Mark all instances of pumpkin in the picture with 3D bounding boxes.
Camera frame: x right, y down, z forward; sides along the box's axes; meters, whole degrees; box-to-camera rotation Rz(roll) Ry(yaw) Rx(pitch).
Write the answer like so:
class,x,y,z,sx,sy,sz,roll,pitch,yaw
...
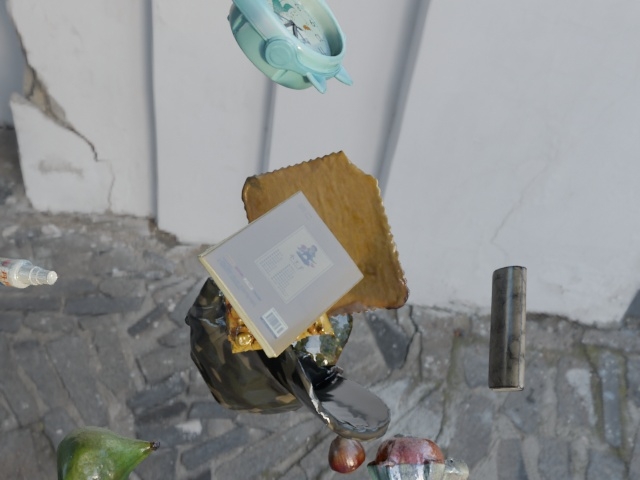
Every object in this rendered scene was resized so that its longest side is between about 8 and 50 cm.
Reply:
class,x,y,z,sx,sy,sz,roll,pitch,yaw
pumpkin,-0.070,0.195,1.689,0.225,0.256,0.303,26,34,-15

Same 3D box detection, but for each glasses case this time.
class,x,y,z,sx,sy,sz,roll,pitch,yaw
glasses case,0.462,0.216,1.886,0.060,0.114,0.299,11,73,-20

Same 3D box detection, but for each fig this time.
class,x,y,z,sx,sy,sz,roll,pitch,yaw
fig,-0.489,0.524,1.785,0.235,0.203,0.203,-8,48,-20

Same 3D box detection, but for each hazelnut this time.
class,x,y,z,sx,sy,sz,roll,pitch,yaw
hazelnut,0.051,0.434,1.568,0.086,0.086,0.086,5,45,-5

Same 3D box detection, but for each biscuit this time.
class,x,y,z,sx,sy,sz,roll,pitch,yaw
biscuit,0.000,0.000,1.116,0.232,0.237,0.013,-13,7,31

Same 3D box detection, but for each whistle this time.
class,x,y,z,sx,sy,sz,roll,pitch,yaw
whistle,0.217,0.477,1.615,0.346,0.142,0.134,25,36,-52

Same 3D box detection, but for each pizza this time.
class,x,y,z,sx,sy,sz,roll,pitch,yaw
pizza,-0.074,0.088,0.978,0.131,0.041,0.178,-41,94,-2

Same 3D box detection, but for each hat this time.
class,x,y,z,sx,sy,sz,roll,pitch,yaw
hat,-0.075,0.249,1.294,0.366,0.257,0.382,37,14,-26

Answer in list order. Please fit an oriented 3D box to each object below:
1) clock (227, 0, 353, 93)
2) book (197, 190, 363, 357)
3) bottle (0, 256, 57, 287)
class,x,y,z,sx,sy,sz,roll,pitch,yaw
clock,-0.060,-0.352,1.282,0.274,0.094,0.223,56,34,2
book,-0.039,0.033,0.898,0.138,0.016,0.198,54,41,-1
bottle,-0.609,0.063,1.529,0.217,0.060,0.060,3,39,29
